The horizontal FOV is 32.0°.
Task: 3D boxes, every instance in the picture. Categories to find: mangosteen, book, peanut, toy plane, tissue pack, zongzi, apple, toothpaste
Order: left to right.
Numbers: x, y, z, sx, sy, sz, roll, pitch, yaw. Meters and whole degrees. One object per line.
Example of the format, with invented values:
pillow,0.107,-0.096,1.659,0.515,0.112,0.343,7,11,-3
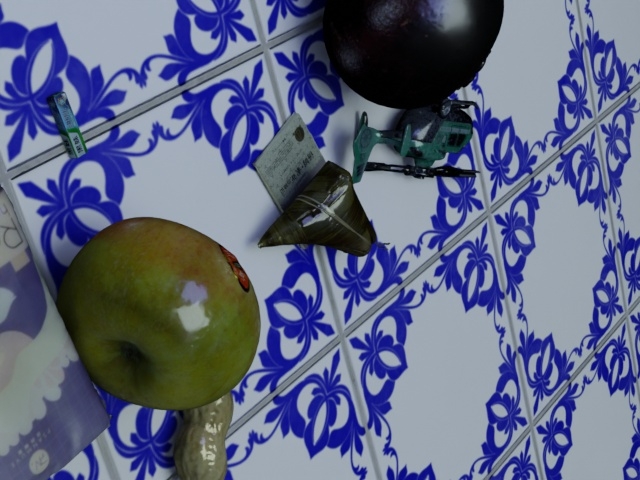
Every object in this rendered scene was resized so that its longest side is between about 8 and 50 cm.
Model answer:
tissue pack,-0.399,0.131,1.230,0.242,0.125,0.344,-41,123,-41
toothpaste,-0.316,-0.144,1.393,0.020,0.017,0.083,-40,122,-42
apple,-0.200,0.096,1.378,0.261,0.260,0.194,66,32,-30
peanut,-0.164,0.262,1.565,0.082,0.082,0.187,15,81,-50
book,-0.031,-0.092,1.744,0.127,0.014,0.182,-54,131,-32
zongzi,0.000,0.000,1.730,0.184,0.084,0.187,-46,135,-16
mangosteen,0.130,-0.358,1.707,0.313,0.297,0.297,51,56,-35
toy plane,0.167,-0.176,1.918,0.381,0.106,0.155,-7,110,-55
